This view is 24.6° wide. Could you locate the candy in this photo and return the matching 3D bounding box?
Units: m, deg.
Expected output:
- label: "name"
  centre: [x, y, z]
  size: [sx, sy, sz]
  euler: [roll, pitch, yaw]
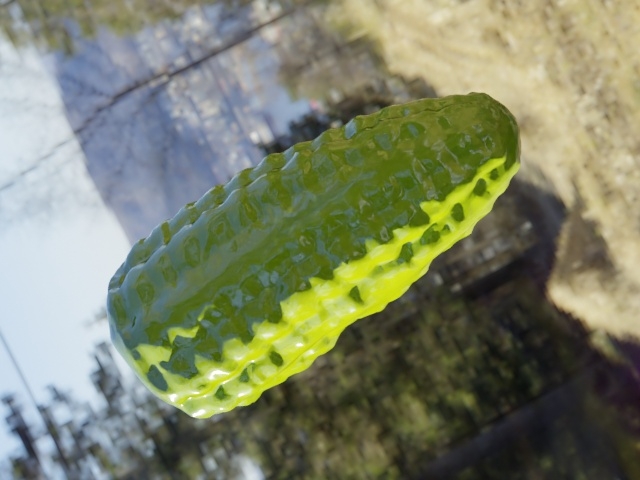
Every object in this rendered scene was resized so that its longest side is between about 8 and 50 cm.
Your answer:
- label: "candy"
  centre: [0.000, 0.000, 0.667]
  size: [0.097, 0.209, 0.097]
  euler: [48, -159, -25]
